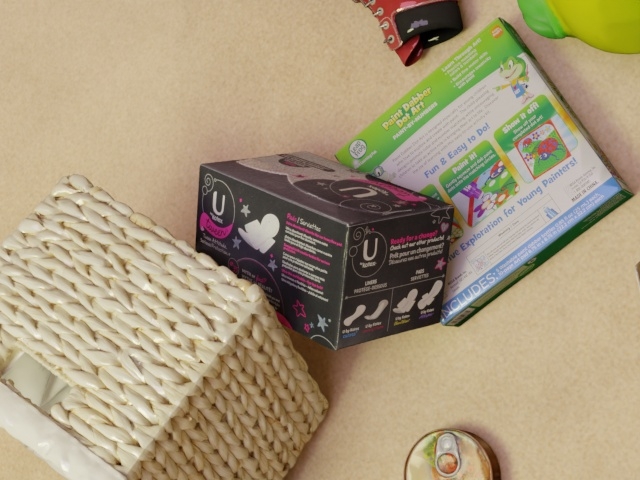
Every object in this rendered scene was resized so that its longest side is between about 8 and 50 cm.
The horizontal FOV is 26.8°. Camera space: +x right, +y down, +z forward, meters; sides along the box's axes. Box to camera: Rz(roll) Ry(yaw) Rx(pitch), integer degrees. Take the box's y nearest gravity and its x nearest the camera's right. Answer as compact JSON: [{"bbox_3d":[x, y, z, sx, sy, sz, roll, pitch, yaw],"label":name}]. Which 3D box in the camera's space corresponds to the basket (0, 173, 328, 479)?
[{"bbox_3d":[-0.203,0.158,1.476,0.328,0.331,0.266,31,72,29],"label":"basket"}]

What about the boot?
[{"bbox_3d":[0.046,-0.284,1.565,0.244,0.088,0.176,-5,83,25],"label":"boot"}]

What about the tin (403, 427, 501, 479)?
[{"bbox_3d":[0.145,0.299,1.459,0.106,0.040,0.190,-6,80,24],"label":"tin"}]

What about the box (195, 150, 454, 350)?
[{"bbox_3d":[0.000,0.000,1.460,0.247,0.163,0.142,25,117,44],"label":"box"}]

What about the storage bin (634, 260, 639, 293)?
[{"bbox_3d":[0.462,0.103,1.260,0.262,0.123,0.260,-18,75,26],"label":"storage bin"}]

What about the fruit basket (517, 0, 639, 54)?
[{"bbox_3d":[0.351,-0.293,1.296,0.392,0.283,0.392,-7,71,19],"label":"fruit basket"}]

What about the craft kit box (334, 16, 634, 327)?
[{"bbox_3d":[0.174,-0.074,1.483,0.250,0.061,0.247,-38,70,19],"label":"craft kit box"}]
